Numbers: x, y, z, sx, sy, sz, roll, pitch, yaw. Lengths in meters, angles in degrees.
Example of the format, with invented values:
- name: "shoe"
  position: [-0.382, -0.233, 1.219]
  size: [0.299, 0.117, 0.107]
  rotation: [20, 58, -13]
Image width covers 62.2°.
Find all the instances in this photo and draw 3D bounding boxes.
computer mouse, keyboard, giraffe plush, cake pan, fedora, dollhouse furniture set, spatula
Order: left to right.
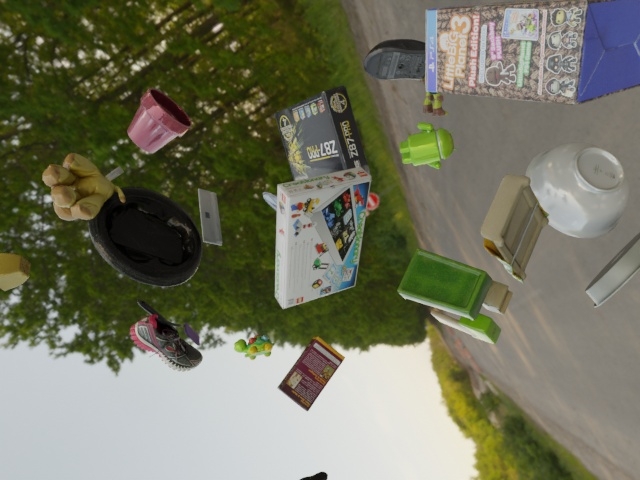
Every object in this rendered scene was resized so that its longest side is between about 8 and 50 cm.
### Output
- name: "giraffe plush"
  position: [-0.651, -0.122, 1.425]
  size: [0.210, 0.170, 0.181]
  rotation: [-30, -87, -55]
- name: "fedora"
  position: [-0.517, 0.010, 1.541]
  size: [0.334, 0.152, 0.334]
  rotation: [22, -130, -30]
- name: "spatula"
  position: [-0.565, 0.306, 1.999]
  size: [0.296, 0.030, 0.084]
  rotation: [38, -170, -27]
- name: "keyboard"
  position: [-0.400, -0.088, 1.921]
  size: [0.072, 0.014, 0.256]
  rotation: [9, -133, -29]
- name: "computer mouse"
  position: [0.256, -0.527, 1.558]
  size: [0.188, 0.272, 0.072]
  rotation: [109, 160, -57]
- name: "dollhouse furniture set"
  position: [0.315, 0.024, 1.065]
  size: [0.151, 0.301, 0.197]
  rotation: [18, 166, 40]
- name: "cake pan"
  position: [0.870, 0.068, 1.520]
  size: [0.054, 0.293, 0.293]
  rotation: [43, -179, 20]

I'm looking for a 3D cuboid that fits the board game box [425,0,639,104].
- name: "board game box"
  position: [0.361, -0.327, 0.892]
  size: [0.291, 0.232, 0.141]
  rotation: [26, 128, 49]

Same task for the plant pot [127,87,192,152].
- name: "plant pot"
  position: [-0.615, -0.434, 1.988]
  size: [0.201, 0.180, 0.201]
  rotation: [43, -165, -14]

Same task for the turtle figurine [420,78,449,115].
- name: "turtle figurine"
  position: [0.408, -0.553, 1.871]
  size: [0.269, 0.087, 0.217]
  rotation: [27, 132, 50]

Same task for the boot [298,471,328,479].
- name: "boot"
  position: [-0.026, 0.761, 1.602]
  size: [0.121, 0.099, 0.045]
  rotation: [-2, -166, -41]

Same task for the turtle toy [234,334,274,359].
- name: "turtle toy"
  position: [-0.211, 0.339, 1.697]
  size: [0.095, 0.130, 0.066]
  rotation: [107, 152, -62]

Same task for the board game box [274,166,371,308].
- name: "board game box"
  position: [0.000, 0.000, 1.148]
  size: [0.053, 0.193, 0.305]
  rotation: [50, 145, 43]

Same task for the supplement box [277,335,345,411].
- name: "supplement box"
  position: [-0.028, 0.385, 1.546]
  size: [0.104, 0.188, 0.081]
  rotation: [38, 165, -1]

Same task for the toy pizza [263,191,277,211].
- name: "toy pizza"
  position: [-0.115, -0.112, 1.859]
  size: [0.201, 0.032, 0.201]
  rotation: [34, 170, 7]

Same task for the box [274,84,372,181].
- name: "box"
  position: [-0.002, -0.329, 1.828]
  size: [0.395, 0.097, 0.318]
  rotation: [6, 117, 61]

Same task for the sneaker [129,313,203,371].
- name: "sneaker"
  position: [-0.539, 0.375, 1.921]
  size: [0.299, 0.112, 0.121]
  rotation: [42, -161, -37]

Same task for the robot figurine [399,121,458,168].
- name: "robot figurine"
  position: [0.224, -0.194, 1.103]
  size: [0.067, 0.115, 0.101]
  rotation: [-75, -30, -58]

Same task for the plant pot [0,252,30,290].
- name: "plant pot"
  position: [-0.873, 0.082, 1.499]
  size: [0.081, 0.083, 0.081]
  rotation: [73, -177, -59]

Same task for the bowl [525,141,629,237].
- name: "bowl"
  position: [0.741, -0.166, 1.481]
  size: [0.298, 0.298, 0.134]
  rotation: [58, 161, 17]
